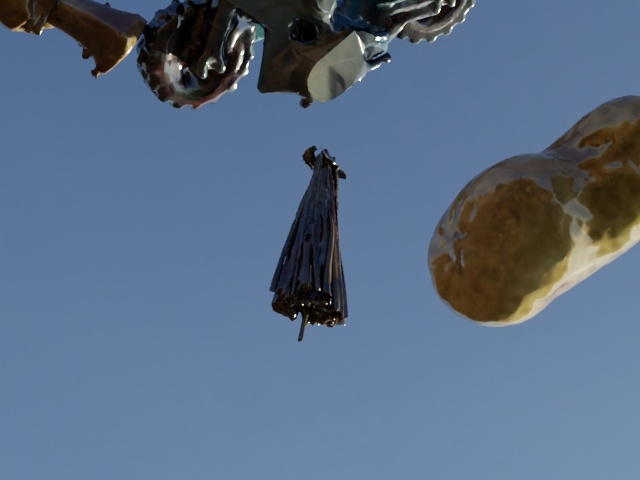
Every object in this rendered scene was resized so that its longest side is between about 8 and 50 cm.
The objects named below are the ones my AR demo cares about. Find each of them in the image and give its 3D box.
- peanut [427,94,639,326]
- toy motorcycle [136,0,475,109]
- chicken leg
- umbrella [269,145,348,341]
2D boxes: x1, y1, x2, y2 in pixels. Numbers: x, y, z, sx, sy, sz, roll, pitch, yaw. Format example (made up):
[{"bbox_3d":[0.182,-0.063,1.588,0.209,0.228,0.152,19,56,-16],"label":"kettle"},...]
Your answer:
[{"bbox_3d":[0.203,-0.028,1.372,0.253,0.122,0.137,-32,-32,-6],"label":"peanut"},{"bbox_3d":[-0.005,-0.278,1.732,0.172,0.416,0.232,48,-33,46],"label":"toy motorcycle"},{"bbox_3d":[-0.351,-0.324,1.651,0.409,0.182,0.295,29,-72,3],"label":"chicken leg"},{"bbox_3d":[-0.001,0.001,0.576,0.031,0.083,0.020,19,-44,-18],"label":"umbrella"}]
